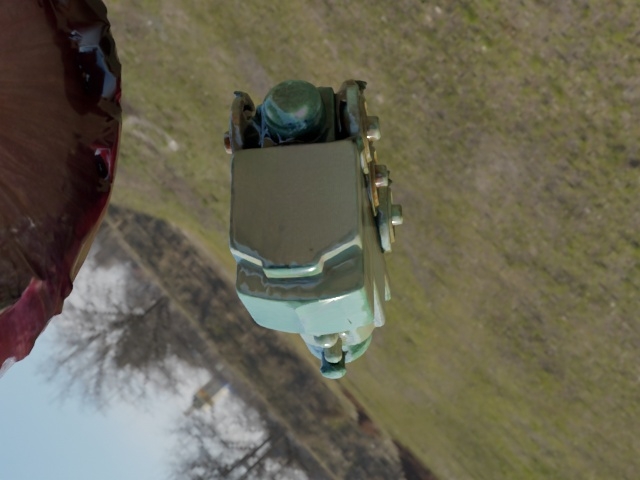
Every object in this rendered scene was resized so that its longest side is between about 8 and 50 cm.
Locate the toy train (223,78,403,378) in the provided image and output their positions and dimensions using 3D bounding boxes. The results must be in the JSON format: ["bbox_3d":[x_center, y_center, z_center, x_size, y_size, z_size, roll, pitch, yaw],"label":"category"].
[{"bbox_3d":[0.000,0.000,0.509,0.194,0.081,0.125,68,-160,-64],"label":"toy train"}]

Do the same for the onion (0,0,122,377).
[{"bbox_3d":[-0.182,-0.041,0.351,0.248,0.248,0.161,49,140,-12],"label":"onion"}]
